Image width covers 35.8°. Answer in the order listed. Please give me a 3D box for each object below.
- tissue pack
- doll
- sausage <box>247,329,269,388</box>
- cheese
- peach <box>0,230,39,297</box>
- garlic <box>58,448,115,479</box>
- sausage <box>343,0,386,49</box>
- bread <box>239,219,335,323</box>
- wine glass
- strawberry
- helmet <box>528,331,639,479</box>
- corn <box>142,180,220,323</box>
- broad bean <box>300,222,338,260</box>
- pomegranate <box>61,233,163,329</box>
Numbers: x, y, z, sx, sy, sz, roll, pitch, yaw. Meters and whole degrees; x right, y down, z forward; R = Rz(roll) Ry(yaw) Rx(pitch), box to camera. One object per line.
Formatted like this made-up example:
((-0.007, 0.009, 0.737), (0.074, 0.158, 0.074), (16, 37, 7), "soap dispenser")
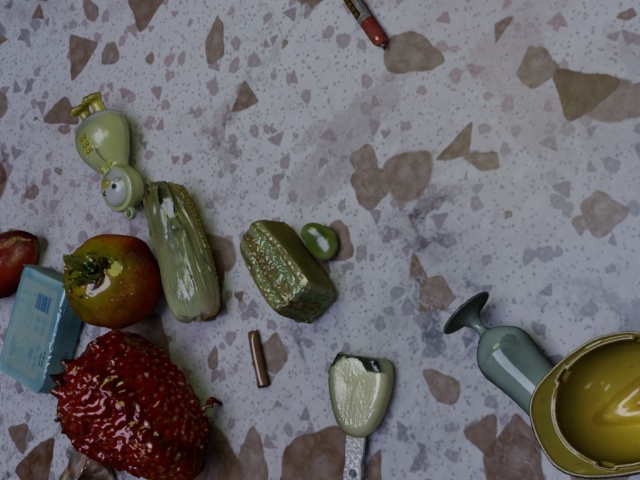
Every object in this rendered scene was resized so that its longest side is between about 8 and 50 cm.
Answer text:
((-0.638, 0.203, 2.289), (0.177, 0.089, 0.263), (20, 99, 35), "tissue pack")
((-0.467, -0.182, 2.190), (0.141, 0.117, 0.296), (-32, 69, 31), "doll")
((-0.124, 0.235, 1.974), (0.026, 0.026, 0.116), (-21, 73, 31), "sausage")
((0.067, 0.334, 1.819), (0.127, 0.054, 0.251), (5, 89, 34), "cheese")
((-0.784, 0.066, 2.367), (0.267, 0.159, 0.154), (-10, 85, 31), "peach")
((-0.524, 0.519, 2.178), (0.174, 0.099, 0.124), (-52, 46, 20), "garlic")
((0.064, -0.461, 1.908), (0.034, 0.034, 0.253), (-41, 65, 24), "sausage")
((-0.068, 0.056, 1.887), (0.102, 0.138, 0.196), (-41, 64, 12), "bread")
((0.316, 0.199, 1.635), (0.231, 0.103, 0.103), (47, 111, 24), "wine glass")
((-0.359, 0.337, 2.011), (0.343, 0.292, 0.292), (24, 100, 8), "strawberry")
((0.462, 0.251, 1.505), (0.257, 0.140, 0.205), (-30, 69, 22), "helmet")
((-0.290, 0.022, 2.045), (0.122, 0.123, 0.305), (-22, 72, 4), "corn")
((0.000, 0.000, 1.902), (0.063, 0.045, 0.083), (-46, 70, 9), "broad bean")
((-0.441, 0.081, 2.079), (0.210, 0.235, 0.210), (-7, 71, 21), "pomegranate")
